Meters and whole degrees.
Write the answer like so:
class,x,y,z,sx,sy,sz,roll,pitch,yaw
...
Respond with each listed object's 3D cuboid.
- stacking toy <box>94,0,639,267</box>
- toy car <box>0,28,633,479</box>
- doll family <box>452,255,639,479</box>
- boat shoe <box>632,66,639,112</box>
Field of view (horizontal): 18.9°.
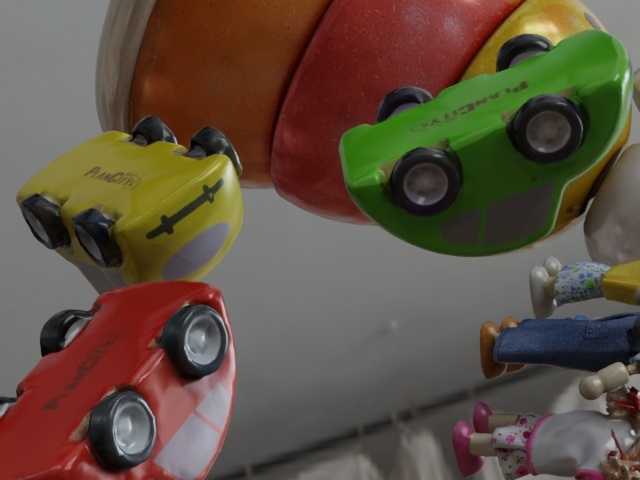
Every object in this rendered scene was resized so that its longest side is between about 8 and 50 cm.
class,x,y,z,sx,sy,sz,roll,pitch,yaw
stacking toy,0.109,-0.108,1.412,0.480,0.350,0.351,30,-37,14
toy car,0.000,0.000,0.618,0.225,0.239,0.053,-22,-65,8
doll family,0.187,0.052,1.114,0.163,0.263,0.118,-2,-72,30
boat shoe,0.322,-0.052,1.429,0.081,0.227,0.079,-35,-13,2
